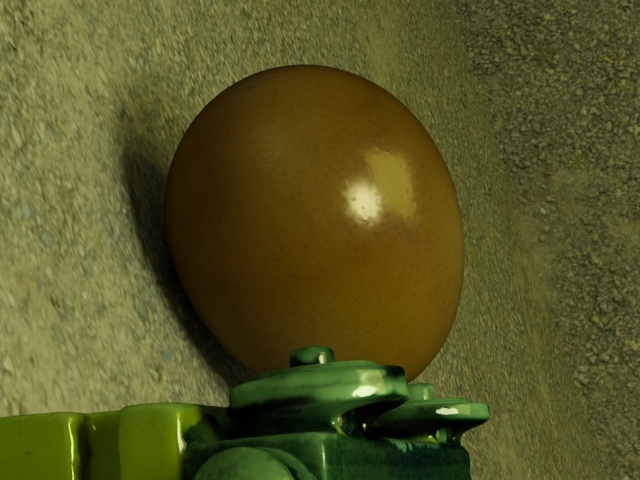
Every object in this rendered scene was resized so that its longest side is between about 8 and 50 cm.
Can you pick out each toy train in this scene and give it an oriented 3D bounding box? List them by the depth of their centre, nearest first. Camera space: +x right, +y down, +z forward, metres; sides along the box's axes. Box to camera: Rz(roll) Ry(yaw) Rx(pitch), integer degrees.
[{"bbox_3d":[-0.039,0.174,1.148,0.442,0.272,0.179,25,59,-71],"label":"toy train"}]

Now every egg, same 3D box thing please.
[{"bbox_3d":[0.000,0.000,1.587,0.250,0.250,0.322,-94,164,-50],"label":"egg"}]
